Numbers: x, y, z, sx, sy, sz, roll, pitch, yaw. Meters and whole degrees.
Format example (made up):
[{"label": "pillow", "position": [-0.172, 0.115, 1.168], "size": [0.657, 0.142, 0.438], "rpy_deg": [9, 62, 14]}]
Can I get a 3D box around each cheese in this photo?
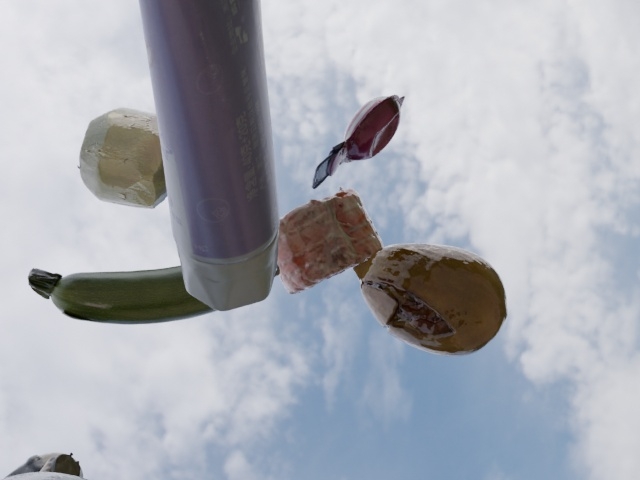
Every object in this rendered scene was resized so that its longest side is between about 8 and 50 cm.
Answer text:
[{"label": "cheese", "position": [0.067, -0.179, 1.574], "size": [0.244, 0.062, 0.155], "rpy_deg": [-42, -17, -26]}]

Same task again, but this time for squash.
[{"label": "squash", "position": [-0.210, 0.066, 1.137], "size": [0.318, 0.071, 0.080], "rpy_deg": [-3, -84, -3]}]

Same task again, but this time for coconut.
[{"label": "coconut", "position": [-0.293, -0.129, 1.420], "size": [0.162, 0.161, 0.161], "rpy_deg": [10, -90, 1]}]

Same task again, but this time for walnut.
[{"label": "walnut", "position": [0.193, 0.100, 1.613], "size": [0.203, 0.297, 0.203], "rpy_deg": [-41, -38, -44]}]

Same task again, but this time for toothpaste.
[{"label": "toothpaste", "position": [-0.067, -0.106, 0.572], "size": [0.371, 0.079, 0.125], "rpy_deg": [91, -156, -44]}]

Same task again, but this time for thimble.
[{"label": "thimble", "position": [0.000, 0.000, 1.818], "size": [0.239, 0.239, 0.162], "rpy_deg": [-22, -94, -38]}]

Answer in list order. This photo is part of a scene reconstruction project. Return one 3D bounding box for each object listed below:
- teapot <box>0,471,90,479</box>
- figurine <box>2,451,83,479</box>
[{"label": "teapot", "position": [-0.242, 0.337, 0.806], "size": [0.239, 0.321, 0.240], "rpy_deg": [84, -170, -75]}, {"label": "figurine", "position": [-0.455, 0.415, 1.115], "size": [0.411, 0.306, 0.241], "rpy_deg": [-41, -65, -6]}]
